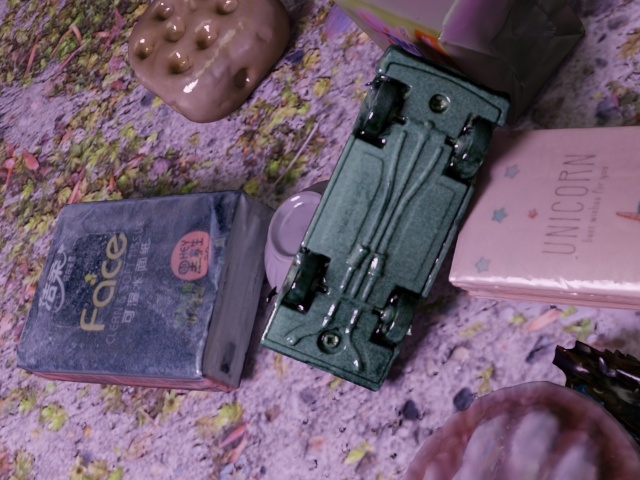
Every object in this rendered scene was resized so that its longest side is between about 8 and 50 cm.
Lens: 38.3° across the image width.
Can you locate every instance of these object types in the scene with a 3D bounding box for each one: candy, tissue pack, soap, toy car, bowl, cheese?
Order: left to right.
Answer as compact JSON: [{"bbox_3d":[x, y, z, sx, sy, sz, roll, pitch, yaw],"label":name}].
[{"bbox_3d":[-0.213,0.063,1.121,0.315,0.103,0.228,-3,65,35],"label":"tissue pack"},{"bbox_3d":[-0.150,-0.258,1.232,0.235,0.117,0.218,-3,67,35],"label":"cheese"},{"bbox_3d":[0.000,0.000,1.006,0.189,0.086,0.189,-16,59,30],"label":"bowl"},{"bbox_3d":[0.056,-0.021,0.899,0.097,0.141,0.321,-89,22,-78],"label":"toy car"},{"bbox_3d":[0.138,-0.244,0.963,0.138,0.182,0.199,-54,47,2],"label":"soap"},{"bbox_3d":[0.153,0.260,0.708,0.214,0.157,0.289,12,70,36],"label":"candy"},{"bbox_3d":[0.285,-0.020,0.811,0.325,0.071,0.170,2,69,38],"label":"tissue pack"}]

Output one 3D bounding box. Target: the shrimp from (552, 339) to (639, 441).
[{"bbox_3d":[0.307,0.086,0.691,0.290,0.054,0.222,14,110,42],"label":"shrimp"}]
